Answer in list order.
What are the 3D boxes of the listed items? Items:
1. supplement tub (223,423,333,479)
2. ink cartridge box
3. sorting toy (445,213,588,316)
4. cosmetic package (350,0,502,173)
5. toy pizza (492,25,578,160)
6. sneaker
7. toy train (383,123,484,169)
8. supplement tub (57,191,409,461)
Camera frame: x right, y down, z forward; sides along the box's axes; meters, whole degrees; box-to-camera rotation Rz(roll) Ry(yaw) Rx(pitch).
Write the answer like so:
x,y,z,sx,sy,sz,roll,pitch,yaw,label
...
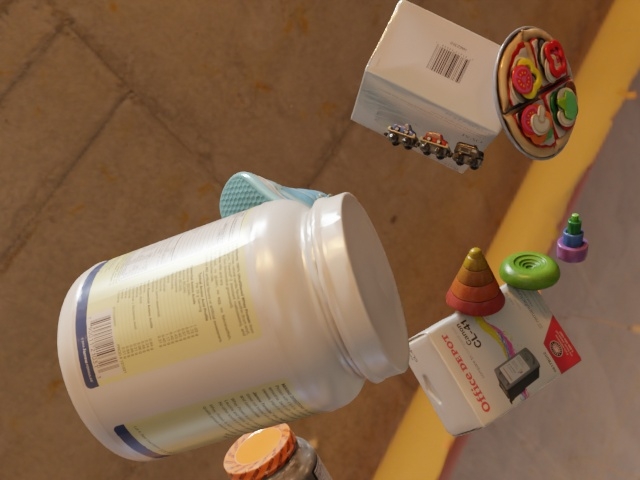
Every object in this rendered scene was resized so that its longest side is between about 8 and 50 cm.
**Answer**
x,y,z,sx,sy,sz,roll,pitch,yaw,label
-0.057,0.540,1.553,0.193,0.194,0.316,-40,-70,-34,supplement tub
0.360,0.238,1.598,0.306,0.131,0.226,-25,-101,-30,ink cartridge box
0.419,0.030,1.580,0.366,0.127,0.126,-21,-57,-23,sorting toy
0.185,-0.240,1.241,0.138,0.224,0.224,-63,-2,-10,cosmetic package
0.330,-0.220,1.131,0.201,0.032,0.201,2,-93,-39,toy pizza
0.000,0.000,1.227,0.208,0.319,0.127,7,-59,-48,sneaker
0.167,-0.143,1.123,0.036,0.158,0.027,-68,-24,-3,toy train
-0.088,0.093,0.834,0.235,0.325,0.235,-19,-90,-75,supplement tub
